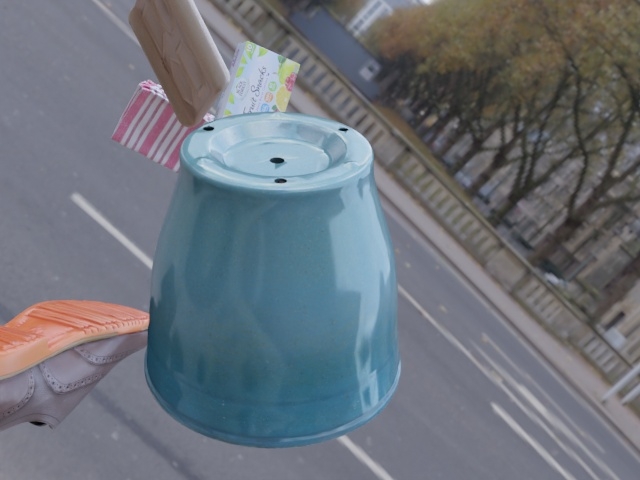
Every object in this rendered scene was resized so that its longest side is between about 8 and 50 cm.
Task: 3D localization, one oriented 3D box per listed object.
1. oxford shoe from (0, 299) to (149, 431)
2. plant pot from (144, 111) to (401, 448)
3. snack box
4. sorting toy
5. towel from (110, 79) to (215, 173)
[{"bbox_3d":[-0.339,0.159,1.123,0.130,0.132,0.364,12,11,28],"label":"oxford shoe"},{"bbox_3d":[-0.044,0.020,0.879,0.272,0.255,0.271,2,30,-1],"label":"plant pot"},{"bbox_3d":[-0.101,-0.227,1.380,0.100,0.141,0.037,18,-2,-30],"label":"snack box"},{"bbox_3d":[-0.189,-0.264,1.187,0.193,0.038,0.208,63,-23,-3],"label":"sorting toy"},{"bbox_3d":[-0.256,-0.183,1.556,0.197,0.144,0.029,28,38,-15],"label":"towel"}]
